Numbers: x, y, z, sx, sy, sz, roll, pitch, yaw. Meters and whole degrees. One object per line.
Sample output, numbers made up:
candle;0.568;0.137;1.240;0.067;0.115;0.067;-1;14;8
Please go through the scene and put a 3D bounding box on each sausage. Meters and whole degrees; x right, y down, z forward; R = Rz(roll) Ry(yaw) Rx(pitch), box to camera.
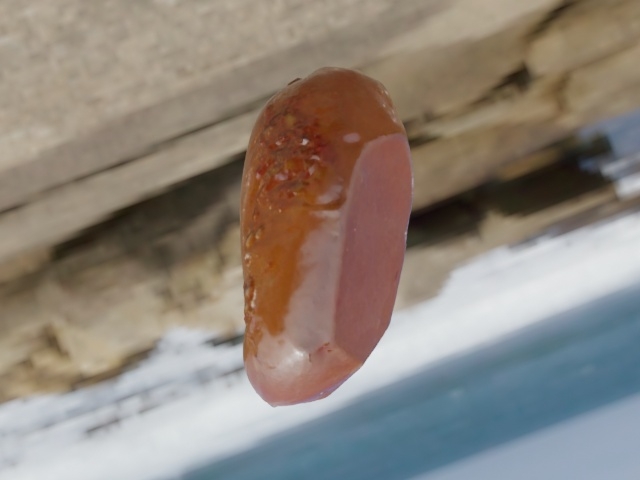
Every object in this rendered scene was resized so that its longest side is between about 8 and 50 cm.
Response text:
sausage;0.000;0.000;1.022;0.089;0.179;0.089;5;-178;0
